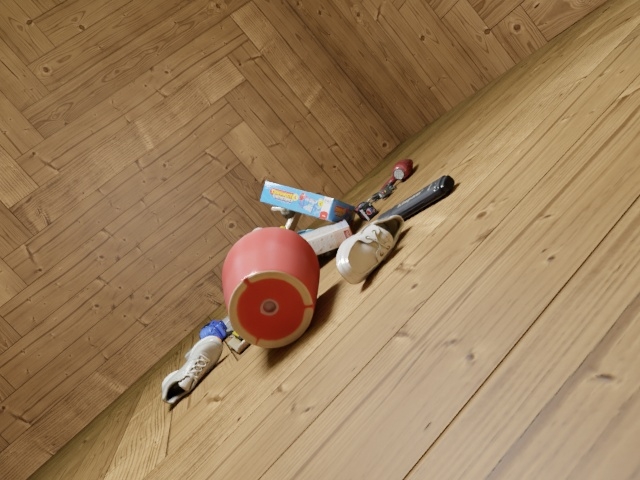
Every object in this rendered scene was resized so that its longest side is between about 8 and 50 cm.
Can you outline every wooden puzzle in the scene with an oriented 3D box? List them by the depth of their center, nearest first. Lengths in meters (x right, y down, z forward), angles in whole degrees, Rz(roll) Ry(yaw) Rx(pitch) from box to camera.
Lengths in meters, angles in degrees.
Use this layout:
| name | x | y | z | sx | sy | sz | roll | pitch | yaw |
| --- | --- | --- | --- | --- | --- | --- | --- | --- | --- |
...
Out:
| name | x | y | z | sx | sy | sz | roll | pitch | yaw |
| --- | --- | --- | --- | --- | --- | --- | --- | --- | --- |
| wooden puzzle | -0.217 | 0.277 | 1.532 | 0.221 | 0.044 | 0.239 | -43 | 6 | -19 |

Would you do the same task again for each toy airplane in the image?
| name | x | y | z | sx | sy | sz | roll | pitch | yaw |
| --- | --- | --- | --- | --- | --- | --- | --- | --- | --- |
| toy airplane | -0.199 | 0.019 | 2.157 | 0.386 | 0.272 | 0.384 | -68 | 5 | -47 |

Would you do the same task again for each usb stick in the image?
| name | x | y | z | sx | sy | sz | roll | pitch | yaw |
| --- | --- | --- | --- | --- | --- | --- | --- | --- | --- |
| usb stick | 0.257 | -0.099 | 1.288 | 0.278 | 0.045 | 0.077 | -33 | 9 | 48 |

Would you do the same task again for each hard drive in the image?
| name | x | y | z | sx | sy | sz | roll | pitch | yaw |
| --- | --- | --- | --- | --- | --- | --- | --- | --- | --- |
| hard drive | -0.474 | 0.422 | 2.100 | 0.307 | 0.040 | 0.203 | -38 | 7 | 27 |

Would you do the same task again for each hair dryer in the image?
| name | x | y | z | sx | sy | sz | roll | pitch | yaw |
| --- | --- | --- | --- | --- | --- | --- | --- | --- | --- |
| hair dryer | 0.313 | -0.274 | 2.024 | 0.293 | 0.080 | 0.223 | -42 | 6 | -16 |

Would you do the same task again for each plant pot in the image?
| name | x | y | z | sx | sy | sz | roll | pitch | yaw |
| --- | --- | --- | --- | --- | --- | --- | --- | --- | --- |
| plant pot | -0.124 | 0.125 | 1.143 | 0.275 | 0.275 | 0.243 | -40 | 15 | 6 |

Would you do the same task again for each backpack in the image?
| name | x | y | z | sx | sy | sz | roll | pitch | yaw |
| --- | --- | --- | --- | --- | --- | --- | --- | --- | --- |
| backpack | -0.442 | 0.386 | 1.887 | 0.101 | 0.098 | 0.120 | -36 | 6 | 7 |

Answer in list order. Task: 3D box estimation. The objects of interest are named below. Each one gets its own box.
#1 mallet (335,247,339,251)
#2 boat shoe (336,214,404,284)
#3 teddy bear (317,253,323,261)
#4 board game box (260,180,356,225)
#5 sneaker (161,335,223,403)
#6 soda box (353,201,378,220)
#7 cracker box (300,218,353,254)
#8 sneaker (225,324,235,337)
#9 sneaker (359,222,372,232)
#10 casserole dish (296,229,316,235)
| name | x | y | z | sx | sy | sz | roll | pitch | yaw |
| --- | --- | --- | --- | --- | --- | --- | --- | --- | --- |
| mallet | 0.049 | 0.027 | 1.742 | 0.062 | 0.039 | 0.189 | -39 | 10 | 6 |
| boat shoe | 0.128 | 0.004 | 1.101 | 0.096 | 0.098 | 0.277 | -37 | 6 | 38 |
| teddy bear | -0.105 | 0.102 | 1.785 | 0.245 | 0.113 | 0.338 | -36 | 8 | 22 |
| board game box | -0.039 | -0.147 | 1.877 | 0.308 | 0.302 | 0.086 | 7 | -81 | -69 |
| sneaker | -0.413 | 0.431 | 1.490 | 0.262 | 0.099 | 0.121 | -49 | 14 | -2 |
| soda box | 0.179 | -0.118 | 1.827 | 0.053 | 0.060 | 0.169 | -42 | 6 | -1 |
| cracker box | 0.000 | 0.000 | 1.683 | 0.232 | 0.067 | 0.156 | -21 | 12 | 2 |
| sneaker | -0.286 | 0.257 | 1.722 | 0.271 | 0.108 | 0.100 | -52 | 2 | 22 |
| sneaker | 0.129 | -0.009 | 1.453 | 0.118 | 0.042 | 0.067 | -45 | 11 | -20 |
| casserole dish | -0.021 | 0.004 | 1.848 | 0.114 | 0.188 | 0.037 | -17 | 64 | 35 |
